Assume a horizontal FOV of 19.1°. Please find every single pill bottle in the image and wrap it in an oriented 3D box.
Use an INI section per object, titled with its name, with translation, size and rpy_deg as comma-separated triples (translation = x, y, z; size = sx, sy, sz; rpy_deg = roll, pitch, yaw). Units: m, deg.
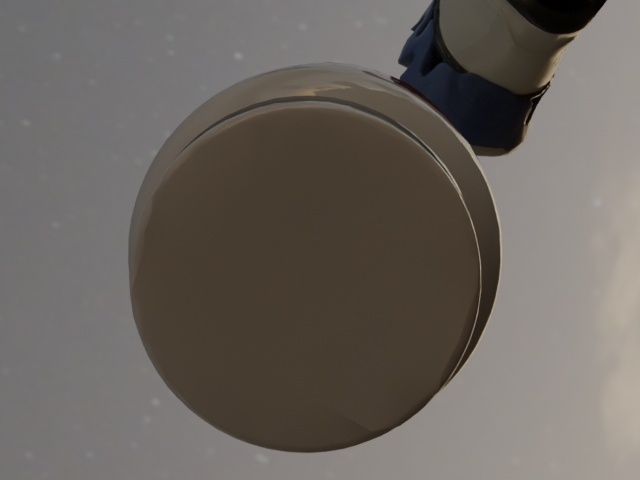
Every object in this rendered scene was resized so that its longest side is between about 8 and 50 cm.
[pill bottle]
translation = 0.000, 0.000, 0.860
size = 0.283, 0.161, 0.161
rpy_deg = -73, 0, -84

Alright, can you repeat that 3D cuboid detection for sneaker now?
[sneaker]
translation = 0.153, -0.222, 1.279
size = 0.182, 0.127, 0.316
rpy_deg = -48, 26, 48
